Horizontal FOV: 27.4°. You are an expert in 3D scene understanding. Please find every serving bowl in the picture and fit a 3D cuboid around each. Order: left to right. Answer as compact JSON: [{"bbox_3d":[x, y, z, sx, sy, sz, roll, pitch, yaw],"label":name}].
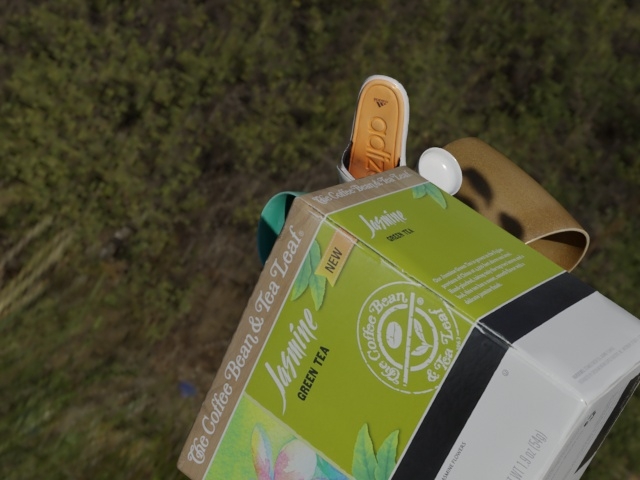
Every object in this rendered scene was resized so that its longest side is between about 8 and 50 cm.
[{"bbox_3d":[0.185,-0.105,2.097,0.083,0.027,0.083,11,67,-27],"label":"serving bowl"}]

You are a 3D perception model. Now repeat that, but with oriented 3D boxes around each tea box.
[{"bbox_3d":[0.089,0.157,1.258,0.323,0.329,0.220,35,27,22],"label":"tea box"}]

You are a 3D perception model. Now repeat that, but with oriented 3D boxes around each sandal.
[{"bbox_3d":[0.068,-0.107,1.854,0.102,0.265,0.076,15,40,19],"label":"sandal"}]

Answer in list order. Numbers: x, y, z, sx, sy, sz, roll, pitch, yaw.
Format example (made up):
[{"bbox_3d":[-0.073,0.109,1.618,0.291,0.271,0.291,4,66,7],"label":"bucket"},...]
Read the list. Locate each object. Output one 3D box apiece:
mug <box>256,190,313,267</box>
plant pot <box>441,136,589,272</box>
[{"bbox_3d":[-0.006,0.005,1.826,0.097,0.129,0.158,2,34,-41],"label":"mug"},{"bbox_3d":[0.281,-0.040,2.194,0.237,0.237,0.254,5,46,-48],"label":"plant pot"}]
